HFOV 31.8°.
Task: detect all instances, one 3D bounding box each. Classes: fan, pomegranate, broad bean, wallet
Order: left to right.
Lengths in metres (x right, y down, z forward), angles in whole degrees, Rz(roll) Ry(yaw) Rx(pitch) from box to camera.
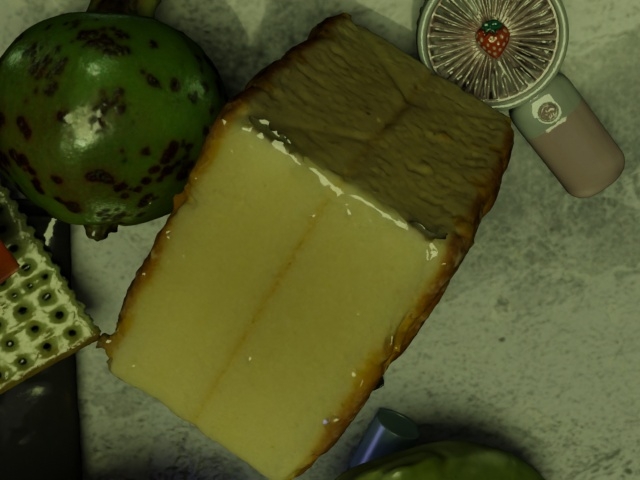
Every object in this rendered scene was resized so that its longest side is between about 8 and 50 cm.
[{"bbox_3d":[-0.339,0.139,1.130,0.197,0.051,0.377,1,110,0],"label":"wallet"},{"bbox_3d":[-0.177,-0.130,0.953,0.211,0.211,0.263,5,86,0],"label":"pomegranate"},{"bbox_3d":[0.113,0.304,1.112,0.291,0.119,0.238,20,102,-32],"label":"broad bean"},{"bbox_3d":[0.184,-0.139,0.993,0.130,0.074,0.244,-38,106,14],"label":"fan"}]

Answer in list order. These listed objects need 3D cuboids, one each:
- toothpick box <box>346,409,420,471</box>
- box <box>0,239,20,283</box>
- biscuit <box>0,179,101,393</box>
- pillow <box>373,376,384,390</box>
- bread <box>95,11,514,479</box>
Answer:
[{"bbox_3d":[0.062,0.221,1.147,0.052,0.052,0.083,23,108,-7],"label":"toothpick box"},{"bbox_3d":[-0.494,-0.002,0.884,0.257,0.318,0.348,-30,98,36],"label":"box"},{"bbox_3d":[-0.323,0.028,1.054,0.139,0.016,0.231,-29,102,5],"label":"biscuit"},{"bbox_3d":[0.003,0.099,1.104,0.150,0.048,0.090,15,105,-6],"label":"pillow"},{"bbox_3d":[0.000,0.000,0.913,0.207,0.279,0.279,31,118,3],"label":"bread"}]
